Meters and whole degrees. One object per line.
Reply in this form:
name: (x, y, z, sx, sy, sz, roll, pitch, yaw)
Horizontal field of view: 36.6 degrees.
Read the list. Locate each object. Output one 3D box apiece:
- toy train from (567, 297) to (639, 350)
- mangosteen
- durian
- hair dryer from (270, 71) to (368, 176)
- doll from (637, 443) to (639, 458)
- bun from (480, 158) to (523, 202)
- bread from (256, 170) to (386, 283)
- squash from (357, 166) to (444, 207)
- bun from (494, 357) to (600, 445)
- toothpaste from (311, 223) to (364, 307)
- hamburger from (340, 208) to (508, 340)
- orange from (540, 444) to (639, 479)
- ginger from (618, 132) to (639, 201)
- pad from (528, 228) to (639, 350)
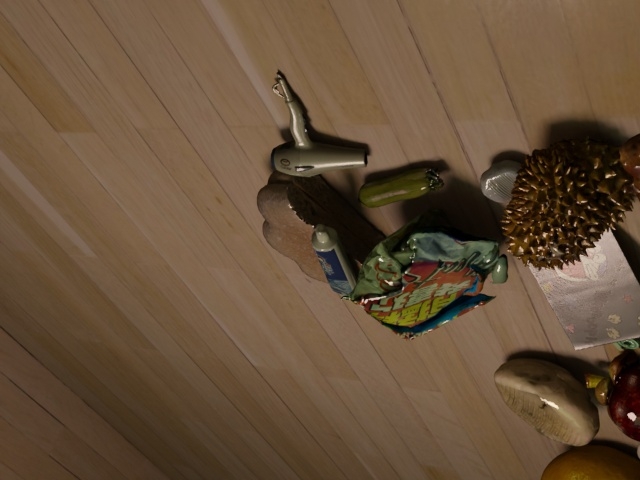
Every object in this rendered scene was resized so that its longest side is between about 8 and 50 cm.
toy train: (0.493, 0.127, 1.689, 0.118, 0.074, 0.176, -2, 142, 49)
mangosteen: (0.596, 0.292, 1.817, 0.146, 0.155, 0.181, 11, -172, -27)
durian: (0.368, -0.044, 1.436, 0.183, 0.138, 0.249, 19, 141, 10)
hair dryer: (0.001, -0.184, 1.602, 0.167, 0.067, 0.199, 11, 133, 7)
doll: (0.789, 0.482, 1.941, 0.237, 0.111, 0.252, 20, -173, -45)
bun: (0.290, -0.095, 1.511, 0.083, 0.045, 0.083, 5, 140, 4)
bread: (0.003, -0.005, 1.812, 0.337, 0.102, 0.183, 41, 149, -28)
squash: (0.134, -0.090, 1.629, 0.183, 0.052, 0.052, -14, 132, 46)
bun: (0.465, 0.316, 1.951, 0.237, 0.116, 0.210, 35, 163, 32)
toothpaste: (0.028, 0.045, 1.728, 0.069, 0.047, 0.268, -4, 150, 13)
hamburger: (0.183, 0.041, 1.681, 0.261, 0.150, 0.276, 16, 134, -32)
orange: (0.620, 0.586, 2.144, 0.279, 0.235, 0.279, 13, 142, 11)
ginger: (0.567, -0.066, 1.249, 0.358, 0.152, 0.274, 13, 147, 17)
pad: (0.443, 0.071, 1.598, 0.170, 0.006, 0.245, -19, 109, 39)
